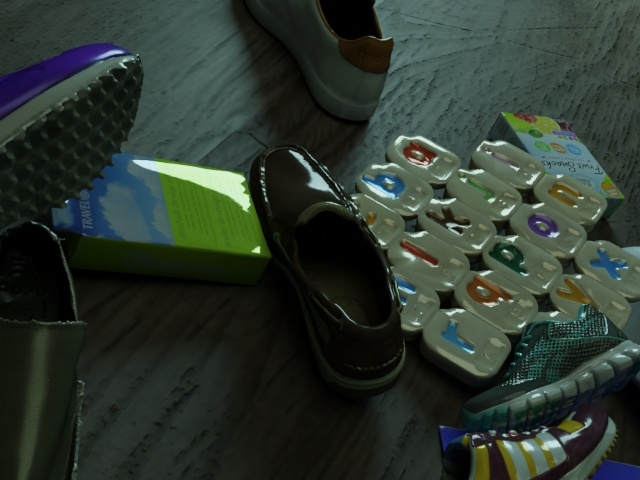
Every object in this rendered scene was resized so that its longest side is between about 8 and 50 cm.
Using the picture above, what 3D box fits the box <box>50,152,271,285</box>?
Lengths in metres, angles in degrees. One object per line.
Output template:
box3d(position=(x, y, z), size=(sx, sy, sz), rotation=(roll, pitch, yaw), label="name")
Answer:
box3d(position=(-0.136, -0.021, 0.763), size=(0.178, 0.042, 0.109), rotation=(8, 42, -30), label="box")

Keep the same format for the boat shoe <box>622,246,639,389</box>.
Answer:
box3d(position=(0.343, 0.121, 0.849), size=(0.102, 0.108, 0.301), rotation=(45, 9, -36), label="boat shoe")

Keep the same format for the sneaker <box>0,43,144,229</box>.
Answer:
box3d(position=(-0.246, -0.064, 0.587), size=(0.146, 0.102, 0.293), rotation=(38, 55, 14), label="sneaker")

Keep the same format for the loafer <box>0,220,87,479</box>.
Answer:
box3d(position=(-0.194, 0.084, 0.583), size=(0.095, 0.087, 0.251), rotation=(7, 42, -24), label="loafer")

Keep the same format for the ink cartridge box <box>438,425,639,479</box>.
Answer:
box3d(position=(0.196, 0.225, 0.685), size=(0.206, 0.045, 0.208), rotation=(13, 39, -15), label="ink cartridge box")

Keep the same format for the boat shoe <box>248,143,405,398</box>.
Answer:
box3d(position=(0.008, -0.002, 0.773), size=(0.095, 0.095, 0.257), rotation=(-17, 52, -15), label="boat shoe")

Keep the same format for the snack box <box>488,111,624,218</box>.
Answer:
box3d(position=(0.268, -0.087, 1.083), size=(0.100, 0.037, 0.141), rotation=(1, 46, -28), label="snack box")

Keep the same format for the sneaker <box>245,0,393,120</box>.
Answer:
box3d(position=(0.004, -0.270, 1.073), size=(0.106, 0.123, 0.290), rotation=(-7, 48, -33), label="sneaker")

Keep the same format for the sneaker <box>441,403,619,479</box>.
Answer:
box3d(position=(0.133, 0.151, 0.645), size=(0.084, 0.069, 0.185), rotation=(41, 42, 15), label="sneaker")

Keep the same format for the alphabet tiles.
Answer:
box3d(position=(0.154, 0.009, 0.873), size=(0.278, 0.021, 0.284), rotation=(31, 50, 15), label="alphabet tiles")

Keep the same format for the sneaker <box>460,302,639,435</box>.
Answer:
box3d(position=(0.174, 0.102, 0.750), size=(0.167, 0.065, 0.076), rotation=(-19, 55, -22), label="sneaker")
